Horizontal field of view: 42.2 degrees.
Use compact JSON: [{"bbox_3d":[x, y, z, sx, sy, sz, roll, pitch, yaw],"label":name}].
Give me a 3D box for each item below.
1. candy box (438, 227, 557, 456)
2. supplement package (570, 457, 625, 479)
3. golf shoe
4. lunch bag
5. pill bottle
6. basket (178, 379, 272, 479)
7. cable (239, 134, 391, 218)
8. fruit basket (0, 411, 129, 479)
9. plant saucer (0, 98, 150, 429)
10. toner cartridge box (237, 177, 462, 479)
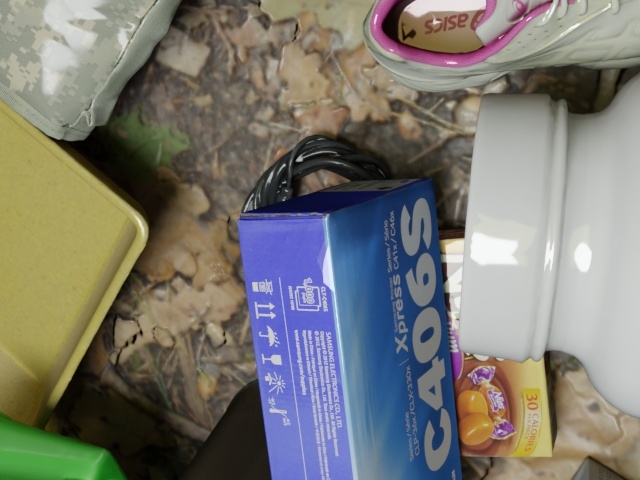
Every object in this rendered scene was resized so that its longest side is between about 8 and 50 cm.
[{"bbox_3d":[0.132,0.083,0.688,0.109,0.053,0.186,-4,100,20],"label":"candy box"},{"bbox_3d":[0.262,0.344,0.615,0.263,0.199,0.198,31,108,11],"label":"supplement package"},{"bbox_3d":[0.174,-0.170,0.579,0.306,0.140,0.115,-13,94,19],"label":"golf shoe"},{"bbox_3d":[-0.223,-0.252,0.682,0.287,0.169,0.235,45,111,11],"label":"lunch bag"},{"bbox_3d":[0.298,0.008,0.506,0.408,0.229,0.228,6,102,12],"label":"pill bottle"},{"bbox_3d":[-0.059,0.246,0.691,0.154,0.227,0.204,-18,94,21],"label":"basket"},{"bbox_3d":[0.000,0.000,0.725,0.151,0.047,0.184,-5,102,25],"label":"cable"},{"bbox_3d":[-0.295,0.341,0.750,0.392,0.283,0.391,10,125,14],"label":"fruit basket"},{"bbox_3d":[-0.325,-0.008,0.791,0.333,0.081,0.332,39,121,8],"label":"plant saucer"},{"bbox_3d":[0.036,0.135,0.618,0.075,0.165,0.347,0,102,33],"label":"toner cartridge box"}]
